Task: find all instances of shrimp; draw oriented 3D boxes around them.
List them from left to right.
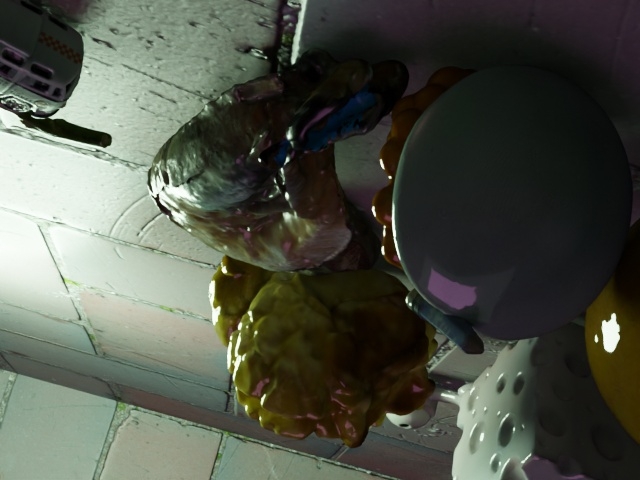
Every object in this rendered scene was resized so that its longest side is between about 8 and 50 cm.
[{"bbox_3d":[-0.044,-0.061,1.027,0.221,0.110,0.446,33,155,-10],"label":"shrimp"}]

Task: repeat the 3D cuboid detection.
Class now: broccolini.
[{"bbox_3d":[-0.335,-0.166,1.053,0.271,0.062,0.123,25,174,-11],"label":"broccolini"}]

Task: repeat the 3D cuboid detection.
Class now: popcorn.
[{"bbox_3d":[-0.011,0.136,1.356,0.332,0.265,0.225,31,140,11],"label":"popcorn"}]

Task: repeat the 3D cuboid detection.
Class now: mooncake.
[{"bbox_3d":[0.000,0.000,1.245,0.125,0.073,0.130,0,157,33],"label":"mooncake"}]

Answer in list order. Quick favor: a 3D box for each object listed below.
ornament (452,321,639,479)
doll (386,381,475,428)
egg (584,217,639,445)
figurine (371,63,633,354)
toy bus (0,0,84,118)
[{"bbox_3d":[0.336,0.286,1.394,0.239,0.239,0.240,22,135,-8],"label":"ornament"},{"bbox_3d":[0.227,0.284,1.823,0.365,0.094,0.160,1,153,34],"label":"doll"},{"bbox_3d":[0.392,0.076,0.845,0.351,0.282,0.282,-9,150,34],"label":"egg"},{"bbox_3d":[0.165,-0.037,0.931,0.205,0.224,0.382,-1,-177,10],"label":"figurine"},{"bbox_3d":[-0.302,-0.187,0.942,0.194,0.087,0.089,27,153,-32],"label":"toy bus"}]
